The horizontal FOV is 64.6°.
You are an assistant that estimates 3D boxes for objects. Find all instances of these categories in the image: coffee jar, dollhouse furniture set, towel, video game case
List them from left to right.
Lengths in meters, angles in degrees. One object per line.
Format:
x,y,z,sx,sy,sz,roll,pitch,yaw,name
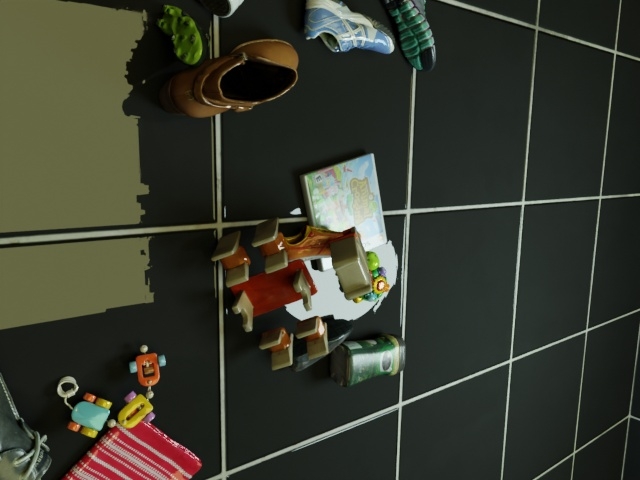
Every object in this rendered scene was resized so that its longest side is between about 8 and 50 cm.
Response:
-0.355,0.443,0.859,0.275,0.031,0.199,-47,122,-21,towel
-0.038,0.074,0.948,0.259,0.135,0.262,-20,115,9,dollhouse furniture set
0.056,-0.063,1.090,0.193,0.023,0.212,-23,111,-33,video game case
0.112,0.269,1.156,0.184,0.079,0.096,-1,96,-37,coffee jar

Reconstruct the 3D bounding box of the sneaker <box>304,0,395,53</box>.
0.055,-0.409,1.004,0.211,0.080,0.081,12,97,-29,sneaker

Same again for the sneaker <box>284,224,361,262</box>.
0.000,0.000,1.007,0.175,0.064,0.067,-11,110,-16,sneaker

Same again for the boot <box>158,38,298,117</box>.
-0.102,-0.270,0.807,0.283,0.220,0.109,-24,112,-32,boot

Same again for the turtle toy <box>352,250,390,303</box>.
0.112,0.082,1.131,0.095,0.066,0.130,-30,115,-30,turtle toy

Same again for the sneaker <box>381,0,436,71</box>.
0.213,-0.486,1.104,0.098,0.083,0.224,-47,122,-27,sneaker

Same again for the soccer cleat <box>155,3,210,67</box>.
-0.194,-0.307,0.767,0.072,0.179,0.060,15,119,-42,soccer cleat

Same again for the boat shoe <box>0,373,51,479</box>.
-0.435,0.308,0.702,0.119,0.121,0.335,0,110,-8,boat shoe

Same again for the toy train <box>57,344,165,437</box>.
-0.335,0.250,0.834,0.166,0.046,0.125,-12,79,-25,toy train

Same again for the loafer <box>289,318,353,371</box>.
-0.002,0.221,1.081,0.170,0.062,0.061,-21,132,-30,loafer

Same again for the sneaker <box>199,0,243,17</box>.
-0.205,-0.503,0.774,0.123,0.106,0.290,-59,136,-22,sneaker
